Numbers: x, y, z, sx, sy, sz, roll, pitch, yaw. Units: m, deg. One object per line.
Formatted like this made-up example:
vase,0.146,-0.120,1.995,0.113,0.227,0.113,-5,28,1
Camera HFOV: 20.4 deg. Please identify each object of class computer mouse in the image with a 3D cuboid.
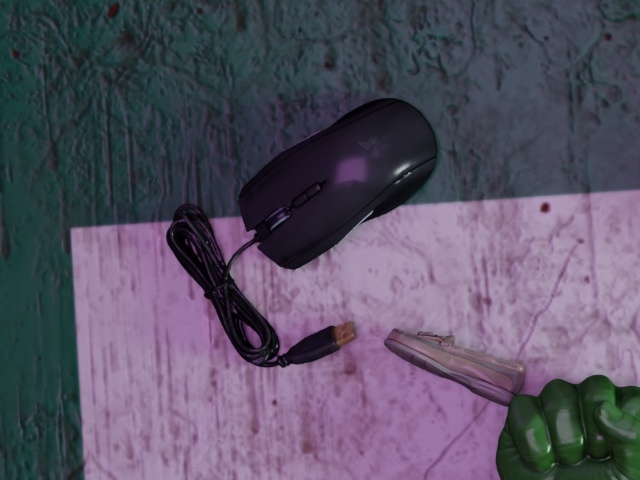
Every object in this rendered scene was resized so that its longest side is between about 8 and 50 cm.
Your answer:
computer mouse,0.000,0.000,1.562,0.262,0.060,0.184,-29,83,11

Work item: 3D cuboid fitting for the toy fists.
toy fists,0.285,0.194,1.482,0.279,0.096,0.142,9,91,14

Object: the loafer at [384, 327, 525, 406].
loafer,0.118,0.103,1.549,0.125,0.045,0.039,26,78,5
